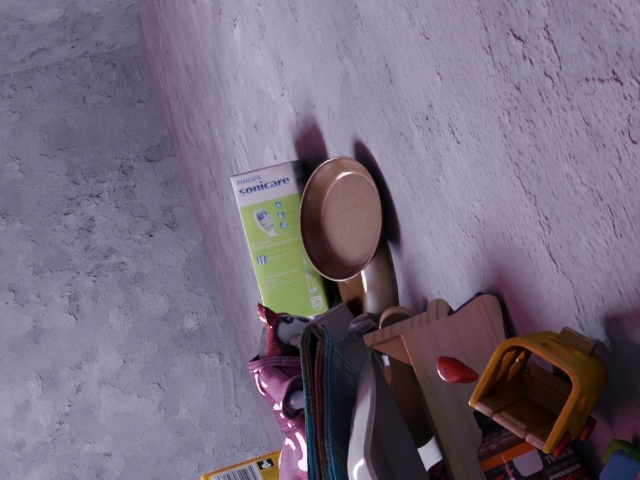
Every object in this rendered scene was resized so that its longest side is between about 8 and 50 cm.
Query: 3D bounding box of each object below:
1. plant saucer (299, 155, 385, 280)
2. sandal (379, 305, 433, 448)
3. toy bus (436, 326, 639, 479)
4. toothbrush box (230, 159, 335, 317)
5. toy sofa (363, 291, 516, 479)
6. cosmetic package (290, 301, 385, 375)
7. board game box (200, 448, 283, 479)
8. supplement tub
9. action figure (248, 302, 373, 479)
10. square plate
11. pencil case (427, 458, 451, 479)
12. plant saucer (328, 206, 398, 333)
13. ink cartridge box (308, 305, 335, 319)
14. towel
[{"bbox_3d":[0.041,-0.035,1.635,0.198,0.036,0.199,-1,89,49],"label":"plant saucer"},{"bbox_3d":[0.138,0.202,1.598,0.079,0.088,0.240,-80,-20,-68],"label":"sandal"},{"bbox_3d":[0.234,0.140,1.026,0.104,0.191,0.202,-65,20,12],"label":"toy bus"},{"bbox_3d":[-0.064,-0.001,1.930,0.206,0.122,0.283,-51,-52,-83],"label":"toothbrush box"},{"bbox_3d":[0.202,0.255,1.286,0.150,0.177,0.363,41,-153,-72],"label":"toy sofa"},{"bbox_3d":[0.045,0.235,1.751,0.238,0.127,0.107,57,170,0],"label":"cosmetic package"},{"bbox_3d":[0.015,0.624,1.926,0.356,0.356,0.356,-130,28,-61],"label":"board game box"},{"bbox_3d":[0.242,0.267,1.138,0.106,0.106,0.198,113,134,-69],"label":"supplement tub"},{"bbox_3d":[-0.023,0.269,1.624,0.370,0.275,0.248,61,-160,2],"label":"action figure"},{"bbox_3d":[0.106,0.342,1.231,0.344,0.049,0.347,-76,-36,-77],"label":"square plate"},{"bbox_3d":[0.200,0.351,1.462,0.209,0.095,0.098,103,144,-68],"label":"pencil case"},{"bbox_3d":[0.052,0.026,1.772,0.310,0.050,0.311,165,90,-75],"label":"plant saucer"},{"bbox_3d":[0.029,0.219,1.979,0.311,0.065,0.186,-179,72,-83],"label":"ink cartridge box"},{"bbox_3d":[0.069,0.303,1.379,0.370,0.040,0.271,53,-154,-48],"label":"towel"}]
